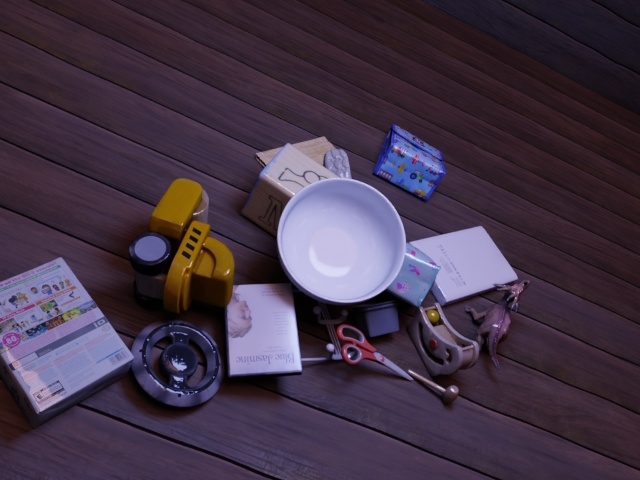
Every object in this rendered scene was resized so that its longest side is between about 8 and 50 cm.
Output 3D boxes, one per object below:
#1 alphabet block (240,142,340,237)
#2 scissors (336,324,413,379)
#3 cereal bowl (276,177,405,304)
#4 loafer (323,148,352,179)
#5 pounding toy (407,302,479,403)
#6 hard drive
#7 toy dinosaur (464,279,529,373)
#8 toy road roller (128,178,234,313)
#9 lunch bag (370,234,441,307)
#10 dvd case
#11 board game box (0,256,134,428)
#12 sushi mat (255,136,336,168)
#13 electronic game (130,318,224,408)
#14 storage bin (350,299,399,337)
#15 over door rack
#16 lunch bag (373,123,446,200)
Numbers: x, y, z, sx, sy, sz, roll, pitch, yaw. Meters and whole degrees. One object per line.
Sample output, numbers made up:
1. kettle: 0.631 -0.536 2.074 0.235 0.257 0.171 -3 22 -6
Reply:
1. alphabet block: -0.087 -0.132 1.803 0.197 0.193 0.192 34 47 0
2. scissors: 0.151 0.302 1.632 0.297 0.021 0.109 23 48 -38
3. cereal bowl: 0.045 0.011 1.615 0.338 0.141 0.339 3 76 -10
4. loafer: 0.063 -0.135 1.945 0.111 0.111 0.320 -2 70 -2
5. pounding toy: 0.328 0.307 1.700 0.154 0.154 0.270 -7 58 -33
6. hard drive: 0.476 0.078 2.040 0.352 0.047 0.233 -12 61 -34
7. toy dinosaur: 0.536 0.241 1.834 0.127 0.200 0.296 26 47 -8
8. toy road roller: -0.313 0.031 1.514 0.240 0.203 0.330 16 50 0
9. lunch bag: 0.233 0.082 1.805 0.223 0.160 0.262 28 6 9
10. dvd case: -0.148 0.219 1.512 0.180 0.022 0.253 -1 57 -12
11. board game box: -0.591 0.211 1.322 0.224 0.097 0.303 -28 72 -41
12. sushi mat: -0.056 -0.266 2.046 0.316 0.019 0.151 -21 65 -39
13. electronic game: -0.334 0.286 1.431 0.229 0.048 0.229 21 43 -20
14. storage bin: 0.157 0.223 1.730 0.135 0.098 0.091 -6 85 -32
15. over door rack: -0.064 0.209 1.601 0.324 0.108 0.240 -2 55 -29
16. lunch bag: 0.338 -0.311 2.244 0.220 0.138 0.293 27 34 -5
